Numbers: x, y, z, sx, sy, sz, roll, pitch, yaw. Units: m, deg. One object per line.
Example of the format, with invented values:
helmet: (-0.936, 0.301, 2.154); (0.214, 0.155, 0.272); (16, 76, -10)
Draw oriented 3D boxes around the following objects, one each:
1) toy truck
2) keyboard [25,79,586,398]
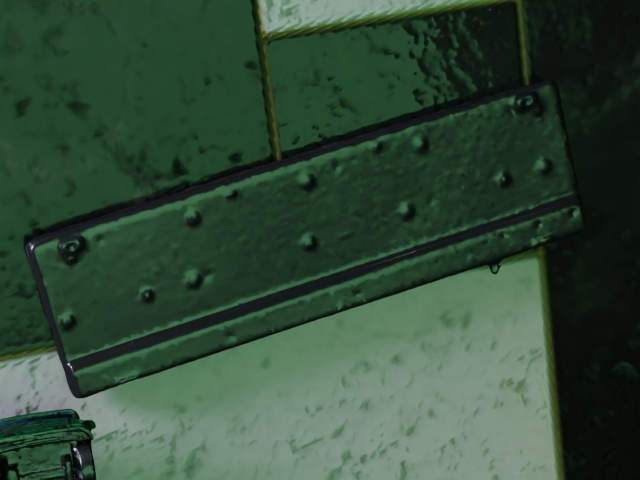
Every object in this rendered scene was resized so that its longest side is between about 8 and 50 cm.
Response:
toy truck: (-0.143, 0.162, 0.884); (0.065, 0.079, 0.147); (-8, 105, -13)
keyboard: (0.000, 0.000, 0.921); (0.310, 0.018, 0.101); (-18, 105, -12)
